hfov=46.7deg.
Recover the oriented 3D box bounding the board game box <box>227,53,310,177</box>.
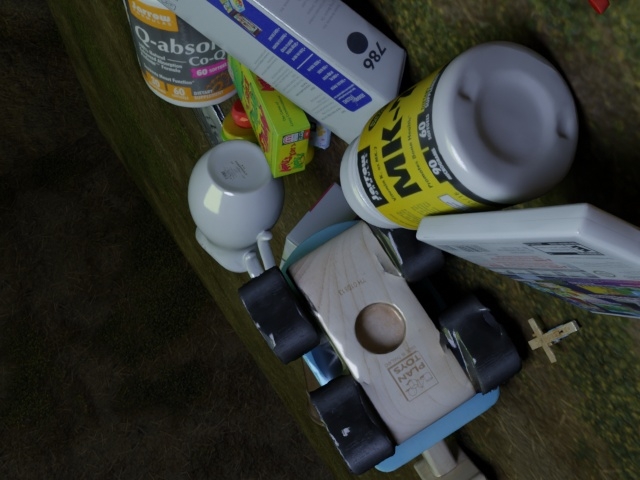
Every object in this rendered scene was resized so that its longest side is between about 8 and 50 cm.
[{"bbox_3d":[-0.067,-0.179,0.911,0.092,0.043,0.181,102,148,-61],"label":"board game box"}]

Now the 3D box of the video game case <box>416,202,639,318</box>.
[{"bbox_3d":[0.189,0.020,0.519,0.183,0.023,0.201,22,172,-17],"label":"video game case"}]

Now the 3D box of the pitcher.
[{"bbox_3d":[-0.100,-0.024,0.995,0.177,0.125,0.207,49,154,17],"label":"pitcher"}]

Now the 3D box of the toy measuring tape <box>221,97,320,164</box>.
[{"bbox_3d":[-0.114,-0.180,1.095,0.330,0.121,0.121,42,156,46],"label":"toy measuring tape"}]

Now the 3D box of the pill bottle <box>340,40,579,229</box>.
[{"bbox_3d":[0.100,-0.072,0.613,0.119,0.119,0.208,61,158,-3],"label":"pill bottle"}]

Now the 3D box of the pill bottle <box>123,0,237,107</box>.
[{"bbox_3d":[-0.173,-0.315,0.954,0.162,0.162,0.278,53,162,22],"label":"pill bottle"}]

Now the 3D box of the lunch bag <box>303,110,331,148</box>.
[{"bbox_3d":[-0.016,-0.164,0.938,0.083,0.053,0.071,47,154,29],"label":"lunch bag"}]

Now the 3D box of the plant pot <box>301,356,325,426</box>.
[{"bbox_3d":[0.037,0.197,1.245,0.167,0.167,0.165,26,135,62],"label":"plant pot"}]

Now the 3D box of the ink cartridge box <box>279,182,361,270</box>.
[{"bbox_3d":[0.000,0.000,1.061,0.063,0.109,0.150,37,161,6],"label":"ink cartridge box"}]

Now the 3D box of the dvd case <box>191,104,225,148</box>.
[{"bbox_3d":[-0.219,-0.240,1.465,0.221,0.018,0.164,65,163,-17],"label":"dvd case"}]

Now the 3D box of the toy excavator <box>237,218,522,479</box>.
[{"bbox_3d":[0.112,0.188,0.984,0.433,0.222,0.445,57,177,8],"label":"toy excavator"}]

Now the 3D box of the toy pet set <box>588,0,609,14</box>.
[{"bbox_3d":[0.145,-0.210,0.422,0.122,0.065,0.114,57,-162,18],"label":"toy pet set"}]

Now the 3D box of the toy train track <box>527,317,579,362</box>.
[{"bbox_3d":[0.232,0.092,0.729,0.048,0.014,0.083,63,159,13],"label":"toy train track"}]

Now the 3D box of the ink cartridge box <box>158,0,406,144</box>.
[{"bbox_3d":[-0.033,-0.210,0.760,0.333,0.065,0.165,36,168,-14],"label":"ink cartridge box"}]
